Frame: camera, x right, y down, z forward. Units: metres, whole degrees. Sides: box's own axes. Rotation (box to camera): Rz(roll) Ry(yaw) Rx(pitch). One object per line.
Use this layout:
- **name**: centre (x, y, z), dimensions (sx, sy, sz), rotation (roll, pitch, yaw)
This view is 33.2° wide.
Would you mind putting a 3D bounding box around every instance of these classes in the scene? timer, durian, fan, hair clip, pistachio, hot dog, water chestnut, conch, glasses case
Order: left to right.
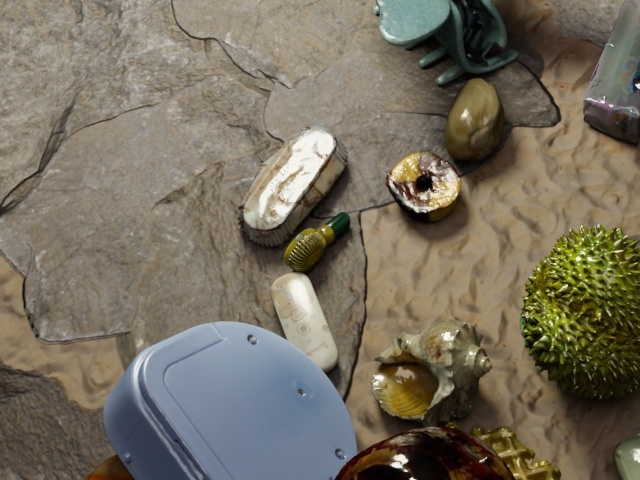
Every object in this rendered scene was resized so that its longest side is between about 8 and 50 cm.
- **timer**: centre (-0.117, 0.308, 1.672), dimensions (0.395, 0.173, 0.395), rotation (23, 40, -20)
- **hot dog**: centre (-0.056, -0.108, 2.026), dimensions (0.144, 0.075, 0.268), rotation (29, 72, 28)
- **glasses case**: centre (-0.029, 0.146, 1.885), dimensions (0.081, 0.051, 0.204), rotation (-21, 59, -5)
- **fan**: centre (0.000, 0.000, 1.956), dimensions (0.039, 0.082, 0.155), rotation (39, 61, 22)
- **conch**: centre (0.176, 0.218, 1.756), dimensions (0.245, 0.163, 0.178), rotation (1, 38, 44)
- **hair clip**: centre (0.238, -0.483, 2.101), dimensions (0.392, 0.238, 0.318), rotation (-31, 59, -9)
- **water chestnut**: centre (0.173, 0.423, 1.521), dimensions (0.335, 0.347, 0.335), rotation (5, 101, 29)
- **pistachio**: centre (0.291, -0.231, 2.029), dimensions (0.108, 0.126, 0.186), rotation (32, 57, -22)
- **durian**: centre (0.430, 0.116, 1.718), dimensions (0.224, 0.291, 0.291), rotation (-9, 58, 20)

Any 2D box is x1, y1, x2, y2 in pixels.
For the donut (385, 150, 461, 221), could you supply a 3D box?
- **donut**: centre (0.192, -0.096, 1.987), dimensions (0.140, 0.059, 0.140), rotation (-4, 59, 7)

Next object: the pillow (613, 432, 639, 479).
- **pillow**: centre (0.626, 0.379, 1.600), dimensions (0.322, 0.120, 0.255), rotation (-13, 59, 1)

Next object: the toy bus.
- **toy bus**: centre (0.599, -0.339, 2.037), dimensions (0.138, 0.112, 0.317), rotation (17, 63, 23)

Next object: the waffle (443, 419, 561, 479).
- **waffle**: centre (0.254, 0.420, 1.679), dimensions (0.291, 0.051, 0.291), rotation (-6, 58, 9)

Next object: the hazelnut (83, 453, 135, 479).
- **hazelnut**: centre (-0.288, 0.431, 1.672), dimensions (0.176, 0.214, 0.214), rotation (4, 61, 11)
